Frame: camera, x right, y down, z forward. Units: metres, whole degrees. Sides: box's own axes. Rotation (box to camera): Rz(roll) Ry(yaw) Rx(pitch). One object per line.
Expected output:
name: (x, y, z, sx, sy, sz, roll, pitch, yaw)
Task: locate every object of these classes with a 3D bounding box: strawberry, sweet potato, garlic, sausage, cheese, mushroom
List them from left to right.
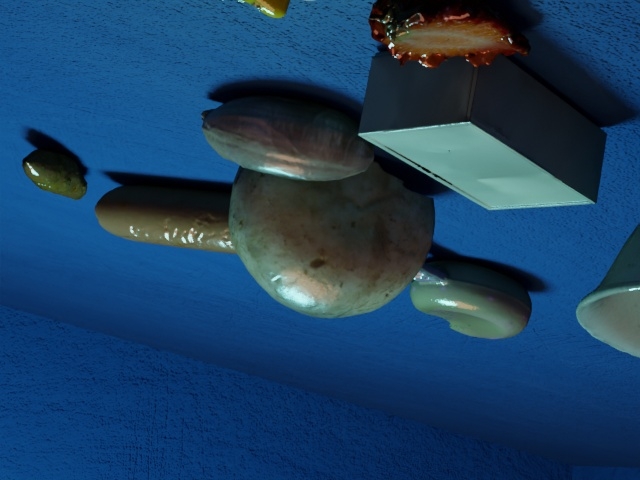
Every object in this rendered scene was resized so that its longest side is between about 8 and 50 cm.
sweet potato: (-0.358, -0.090, 1.848, 0.068, 0.060, 0.206, 47, 178, 20)
sausage: (-0.171, -0.029, 1.864, 0.289, 0.086, 0.086, 5, 164, 21)
garlic: (-0.040, -0.109, 1.461, 0.195, 0.087, 0.101, 8, 178, 4)
mushroom: (0.000, 0.000, 1.636, 0.253, 0.189, 0.195, 23, 162, -13)
strawberry: (0.108, -0.181, 1.139, 0.152, 0.048, 0.104, 5, 165, -33)
cheese: (0.188, 0.067, 1.971, 0.163, 0.082, 0.286, -4, 156, 46)

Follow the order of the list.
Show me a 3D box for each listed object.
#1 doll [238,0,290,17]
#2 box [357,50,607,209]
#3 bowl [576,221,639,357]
doll: (-0.069, -0.224, 1.103, 0.135, 0.072, 0.113, 15, -175, 11)
box: (0.160, -0.106, 1.303, 0.129, 0.086, 0.225, -2, 160, 41)
bowl: (0.475, 0.013, 1.284, 0.434, 0.196, 0.435, 12, 166, 3)
